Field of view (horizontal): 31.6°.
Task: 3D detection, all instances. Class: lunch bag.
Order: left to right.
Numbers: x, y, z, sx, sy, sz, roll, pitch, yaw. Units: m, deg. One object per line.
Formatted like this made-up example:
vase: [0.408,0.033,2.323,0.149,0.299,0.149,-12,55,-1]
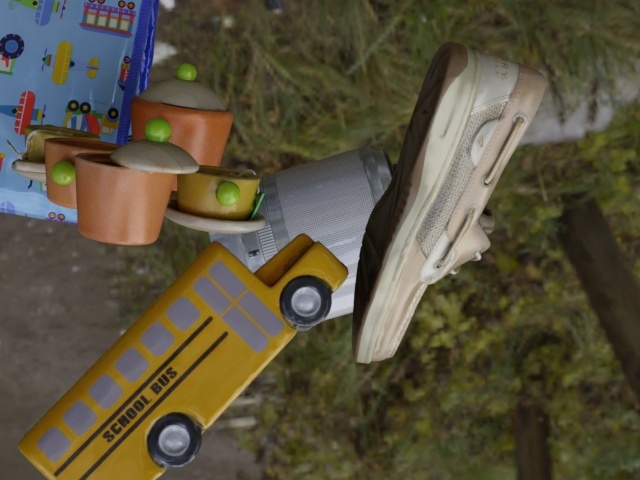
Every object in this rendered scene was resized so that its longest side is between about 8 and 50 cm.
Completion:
lunch bag: [-0.291,-0.176,1.163,0.220,0.293,0.138,10,-174,-3]

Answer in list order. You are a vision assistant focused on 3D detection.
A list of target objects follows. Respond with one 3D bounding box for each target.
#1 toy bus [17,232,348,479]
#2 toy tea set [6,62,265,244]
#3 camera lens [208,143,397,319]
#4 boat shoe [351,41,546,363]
toy bus: [-0.125,0.117,1.098,0.333,0.130,0.108,-47,179,-10]
toy tea set: [-0.144,-0.086,0.953,0.200,0.124,0.336,4,-169,-24]
camera lens: [0.000,0.000,1.583,0.274,0.219,0.219,-16,156,3]
boat shoe: [0.114,-0.016,1.081,0.110,0.122,0.341,14,121,-9]
